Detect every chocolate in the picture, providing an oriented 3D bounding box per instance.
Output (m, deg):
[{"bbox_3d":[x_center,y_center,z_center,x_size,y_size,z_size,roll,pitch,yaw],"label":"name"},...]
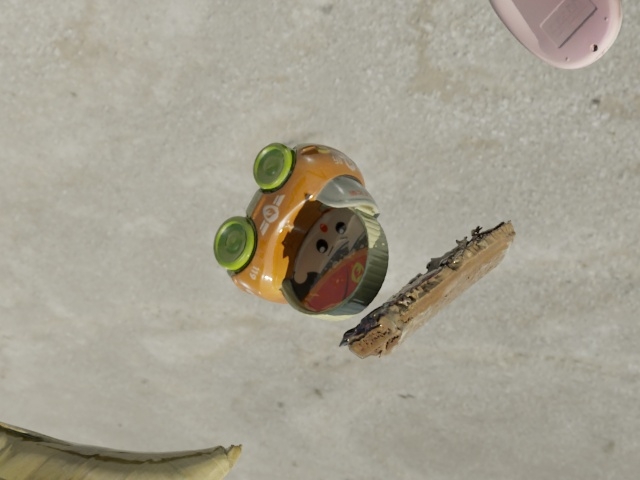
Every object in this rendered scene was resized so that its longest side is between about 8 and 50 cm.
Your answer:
[{"bbox_3d":[0.149,0.057,1.104,0.065,0.329,0.102,53,134,5],"label":"chocolate"}]

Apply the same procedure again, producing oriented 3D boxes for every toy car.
[{"bbox_3d":[0.000,0.000,1.121,0.235,0.235,0.145,3,171,39],"label":"toy car"}]

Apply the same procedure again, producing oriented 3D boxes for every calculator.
[{"bbox_3d":[0.198,-0.225,0.763,0.024,0.165,0.103,-12,152,-44],"label":"calculator"}]

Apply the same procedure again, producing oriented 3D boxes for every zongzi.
[{"bbox_3d":[-0.183,0.179,0.669,0.194,0.197,0.099,44,158,-3],"label":"zongzi"}]
